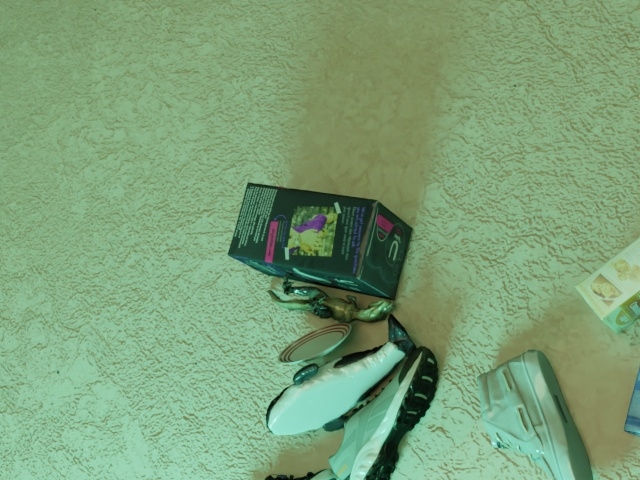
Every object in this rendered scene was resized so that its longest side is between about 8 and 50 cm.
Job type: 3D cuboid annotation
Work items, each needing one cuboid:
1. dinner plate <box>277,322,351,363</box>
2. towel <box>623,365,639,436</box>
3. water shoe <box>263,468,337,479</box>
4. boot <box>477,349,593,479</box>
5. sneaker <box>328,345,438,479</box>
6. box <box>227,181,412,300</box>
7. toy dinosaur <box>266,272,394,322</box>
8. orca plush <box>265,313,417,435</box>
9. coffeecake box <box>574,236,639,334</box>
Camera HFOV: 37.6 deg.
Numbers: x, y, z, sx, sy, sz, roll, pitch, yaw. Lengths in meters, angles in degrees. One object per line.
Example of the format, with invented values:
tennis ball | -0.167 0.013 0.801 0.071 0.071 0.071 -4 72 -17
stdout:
dinner plate | -0.008 0.184 1.644 0.141 0.141 0.017 -19 104 22
towel | 0.586 0.216 1.336 0.285 0.034 0.209 13 82 43
water shoe | -0.067 0.434 1.623 0.203 0.073 0.080 -36 60 13
boot | 0.328 0.306 1.456 0.123 0.095 0.258 -29 56 24
sneaker | 0.102 0.291 1.565 0.108 0.100 0.271 31 91 36
box | 0.000 0.000 1.662 0.270 0.165 0.143 10 79 29
toy dinosaur | -0.009 0.108 1.662 0.268 0.118 0.064 9 77 29
orca plush | 0.023 0.223 1.625 0.287 0.151 0.102 -46 29 12
coffeecake box | 0.488 0.050 1.407 0.185 0.142 0.068 -40 62 12
